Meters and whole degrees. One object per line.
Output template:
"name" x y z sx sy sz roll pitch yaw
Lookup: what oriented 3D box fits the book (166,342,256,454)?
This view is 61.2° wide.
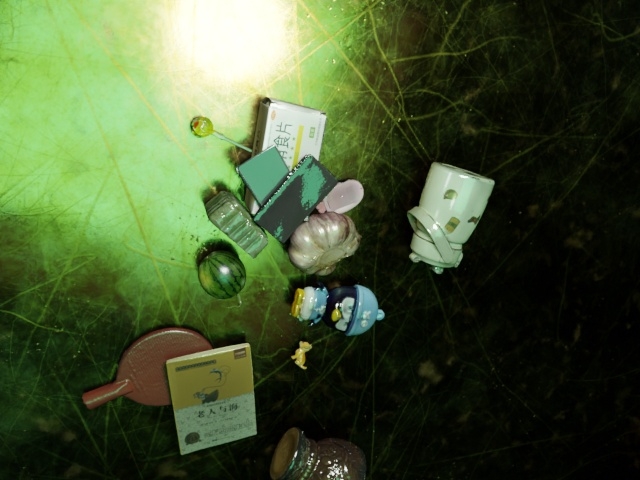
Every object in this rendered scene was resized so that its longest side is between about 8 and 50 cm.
"book" -0.351 0.527 1.788 0.269 0.032 0.388 -10 116 -18

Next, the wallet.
"wallet" -0.069 -0.116 1.519 0.124 0.025 0.244 40 92 -24

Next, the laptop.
"laptop" -0.137 -0.161 1.507 0.129 0.016 0.180 -33 115 -4

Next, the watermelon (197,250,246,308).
"watermelon" -0.288 0.120 1.642 0.141 0.140 0.187 -30 117 -6

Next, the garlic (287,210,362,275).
"garlic" 0.000 0.000 1.684 0.245 0.160 0.244 -21 142 -17

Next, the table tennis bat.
"table tennis bat" -0.537 0.425 1.712 0.415 0.051 0.267 -23 114 -11

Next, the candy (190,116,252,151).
"candy" -0.282 -0.297 1.560 0.194 0.058 0.062 23 127 -31

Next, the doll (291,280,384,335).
"doll" 0.065 0.227 1.787 0.314 0.141 0.177 9 108 -17

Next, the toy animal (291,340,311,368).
"toy animal" -0.054 0.387 1.847 0.083 0.060 0.081 -41 75 0

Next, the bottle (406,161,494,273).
"bottle" 0.397 -0.066 1.764 0.229 0.229 0.351 13 106 -21

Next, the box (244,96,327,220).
"box" -0.105 -0.236 1.578 0.173 0.145 0.332 5 106 -21

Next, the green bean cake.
"green bean cake" -0.241 -0.048 1.576 0.094 0.183 0.185 -42 113 -2

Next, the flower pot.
"flower pot" -0.018 0.798 1.897 0.267 0.266 0.266 33 96 -13

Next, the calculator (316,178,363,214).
"calculator" 0.061 -0.135 1.729 0.166 0.024 0.103 -27 114 -9
